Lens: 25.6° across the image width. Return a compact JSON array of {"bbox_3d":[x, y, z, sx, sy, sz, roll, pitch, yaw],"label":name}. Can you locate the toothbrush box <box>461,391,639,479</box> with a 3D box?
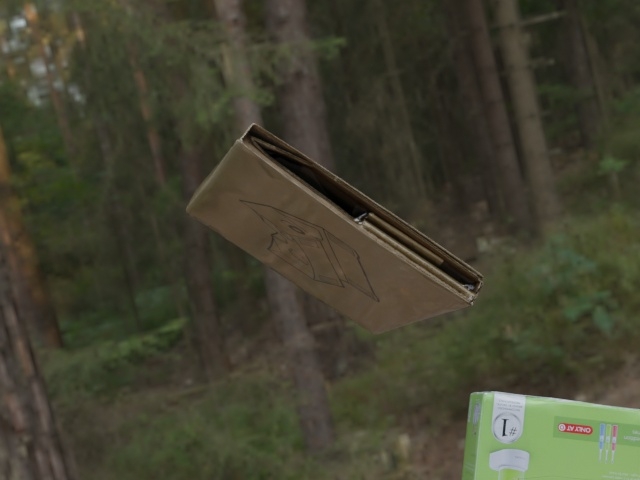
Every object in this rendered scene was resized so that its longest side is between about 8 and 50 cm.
[{"bbox_3d":[0.254,0.313,1.513,0.206,0.283,0.122,6,-8,-1],"label":"toothbrush box"}]

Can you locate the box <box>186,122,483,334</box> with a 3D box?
[{"bbox_3d":[0.000,0.000,0.891,0.021,0.164,0.201,-58,7,-15],"label":"box"}]
